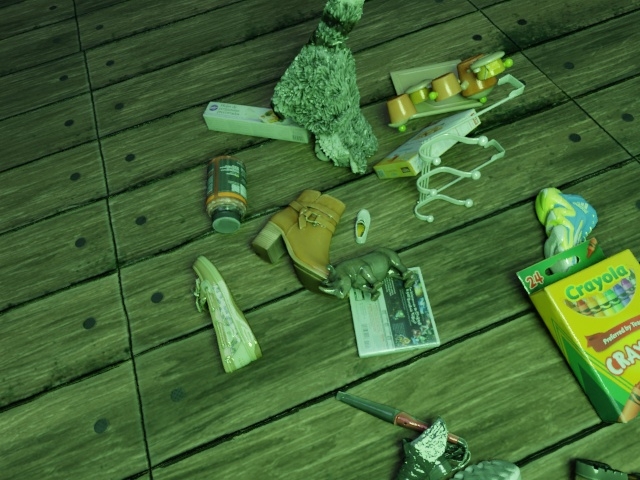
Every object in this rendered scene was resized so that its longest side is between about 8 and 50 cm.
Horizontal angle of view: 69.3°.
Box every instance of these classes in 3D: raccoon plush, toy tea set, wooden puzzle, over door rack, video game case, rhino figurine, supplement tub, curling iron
[{"bbox_3d":[0.068,-0.352,1.120,0.299,0.446,0.216,37,63,-4],"label":"raccoon plush"},{"bbox_3d":[0.337,-0.382,1.240,0.336,0.124,0.200,-21,19,15],"label":"toy tea set"},{"bbox_3d":[0.338,-0.447,1.380,0.221,0.044,0.238,-10,53,1],"label":"wooden puzzle"},{"bbox_3d":[0.363,-0.203,1.102,0.324,0.239,0.108,-39,61,-16],"label":"over door rack"},{"bbox_3d":[0.157,0.157,1.031,0.173,0.022,0.190,-9,56,2],"label":"video game case"},{"bbox_3d":[0.091,0.075,0.990,0.243,0.073,0.106,-14,48,-36],"label":"rhino figurine"},{"bbox_3d":[-0.244,-0.118,1.203,0.106,0.106,0.197,-8,57,2],"label":"supplement tub"},{"bbox_3d":[0.153,0.359,0.895,0.274,0.035,0.068,23,64,20],"label":"curling iron"}]

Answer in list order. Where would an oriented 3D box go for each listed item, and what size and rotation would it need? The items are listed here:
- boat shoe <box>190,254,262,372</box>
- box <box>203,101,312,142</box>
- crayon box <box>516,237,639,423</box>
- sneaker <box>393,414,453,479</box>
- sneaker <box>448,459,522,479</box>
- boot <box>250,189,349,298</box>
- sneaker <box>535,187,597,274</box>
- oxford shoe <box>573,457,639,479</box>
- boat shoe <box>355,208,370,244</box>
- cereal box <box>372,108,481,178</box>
[{"bbox_3d":[-0.230,0.154,1.030,0.089,0.104,0.285,-29,60,-14],"label":"boat shoe"},{"bbox_3d":[-0.182,-0.349,1.364,0.324,0.067,0.063,10,59,14],"label":"box"},{"bbox_3d":[0.557,0.157,0.898,0.202,0.081,0.318,-24,73,-7],"label":"crayon box"},{"bbox_3d":[0.168,0.398,0.837,0.170,0.051,0.089,-32,68,6],"label":"sneaker"},{"bbox_3d":[0.249,0.495,0.782,0.281,0.105,0.115,-38,95,-21],"label":"sneaker"},{"bbox_3d":[0.000,0.000,1.113,0.283,0.109,0.220,27,61,29],"label":"boot"},{"bbox_3d":[0.577,-0.021,1.050,0.126,0.091,0.240,2,61,3],"label":"sneaker"},{"bbox_3d":[0.545,0.445,0.779,0.227,0.083,0.096,9,78,13],"label":"oxford shoe"},{"bbox_3d":[0.104,-0.041,1.152,0.035,0.035,0.100,7,60,12],"label":"boat shoe"},{"bbox_3d":[0.270,-0.245,1.195,0.240,0.047,0.173,-39,17,-17],"label":"cereal box"}]
